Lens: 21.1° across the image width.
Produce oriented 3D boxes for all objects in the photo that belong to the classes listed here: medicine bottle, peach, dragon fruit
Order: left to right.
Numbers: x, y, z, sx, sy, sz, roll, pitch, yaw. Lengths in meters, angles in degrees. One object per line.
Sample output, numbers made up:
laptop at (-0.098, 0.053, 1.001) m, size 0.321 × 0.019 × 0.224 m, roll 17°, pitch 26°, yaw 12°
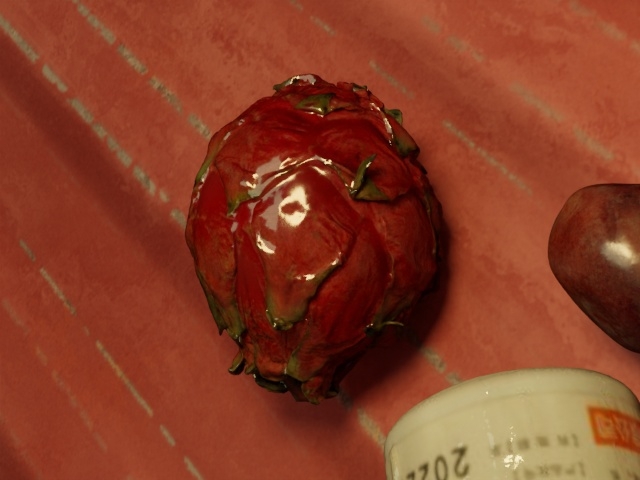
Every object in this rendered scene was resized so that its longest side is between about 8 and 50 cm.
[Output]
dragon fruit at (0.000, 0.000, 1.548) m, size 0.244 × 0.244 × 0.298 m, roll 4°, pitch 94°, yaw 47°
medicine bottle at (0.173, 0.297, 1.256) m, size 0.211 × 0.211 × 0.371 m, roll -32°, pitch 53°, yaw 33°
peach at (0.261, 0.014, 1.331) m, size 0.152 × 0.152 × 0.152 m, roll -20°, pitch 60°, yaw 39°
